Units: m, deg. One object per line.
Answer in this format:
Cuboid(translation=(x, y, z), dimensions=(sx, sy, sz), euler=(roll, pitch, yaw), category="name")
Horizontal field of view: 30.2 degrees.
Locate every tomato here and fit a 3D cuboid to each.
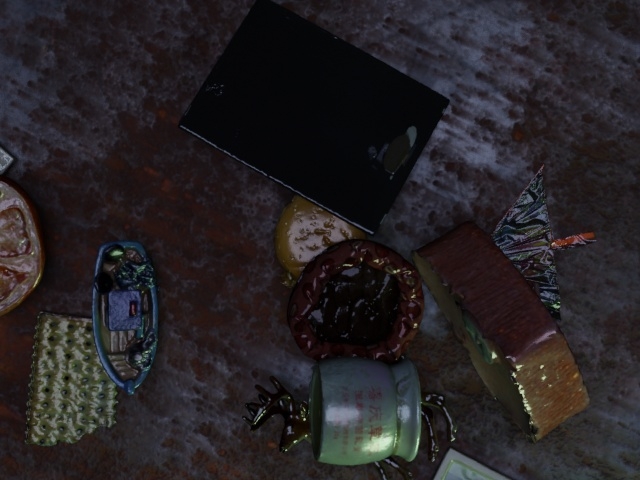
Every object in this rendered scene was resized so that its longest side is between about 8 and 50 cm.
Cuboid(translation=(-0.514, -0.002, 1.727), dimensions=(0.236, 0.095, 0.237), euler=(-2, 105, -8), category="tomato")

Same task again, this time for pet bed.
Cuboid(translation=(0.053, 0.092, 1.673), dimensions=(0.201, 0.053, 0.201), euler=(-4, 106, -14), category="pet bed")

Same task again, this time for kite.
Cuboid(translation=(0.310, 0.007, 1.741), dimensions=(0.189, 0.009, 0.232), euler=(-10, 91, 3), category="kite")

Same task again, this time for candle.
Cuboid(translation=(0.261, 0.116, 1.613), dimensions=(0.131, 0.287, 0.317), euler=(-33, 90, -1), category="candle")

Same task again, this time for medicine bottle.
Cuboid(translation=(0.062, 0.233, 1.626), dimensions=(0.143, 0.147, 0.147), euler=(1, 92, -7), category="medicine bottle")

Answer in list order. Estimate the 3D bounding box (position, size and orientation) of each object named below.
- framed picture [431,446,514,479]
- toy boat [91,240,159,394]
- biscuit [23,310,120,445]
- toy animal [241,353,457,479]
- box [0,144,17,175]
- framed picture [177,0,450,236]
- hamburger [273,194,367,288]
Cuboid(translation=(0.270, 0.464, 1.753), dimensions=(0.289, 0.016, 0.213), euler=(27, 93, 2), category="framed picture")
Cuboid(translation=(-0.281, 0.112, 1.723), dimensions=(0.100, 0.097, 0.223), euler=(-3, 89, -15), category="toy boat")
Cuboid(translation=(-0.368, 0.211, 1.777), dimensions=(0.144, 0.016, 0.203), euler=(4, 91, 3), category="biscuit")
Cuboid(translation=(0.045, 0.258, 1.739), dimensions=(0.243, 0.087, 0.260), euler=(-43, 85, -12), category="toy animal")
Cuboid(translation=(-0.542, -0.088, 1.773), dimensions=(0.090, 0.024, 0.167), euler=(42, 93, 0), category="box")
Cuboid(translation=(-0.007, -0.184, 1.713), dimensions=(0.323, 0.013, 0.244), euler=(30, 74, 1), category="framed picture")
Cuboid(translation=(0.000, 0.000, 1.721), dimensions=(0.138, 0.083, 0.147), euler=(1, 88, 2), category="hamburger")
